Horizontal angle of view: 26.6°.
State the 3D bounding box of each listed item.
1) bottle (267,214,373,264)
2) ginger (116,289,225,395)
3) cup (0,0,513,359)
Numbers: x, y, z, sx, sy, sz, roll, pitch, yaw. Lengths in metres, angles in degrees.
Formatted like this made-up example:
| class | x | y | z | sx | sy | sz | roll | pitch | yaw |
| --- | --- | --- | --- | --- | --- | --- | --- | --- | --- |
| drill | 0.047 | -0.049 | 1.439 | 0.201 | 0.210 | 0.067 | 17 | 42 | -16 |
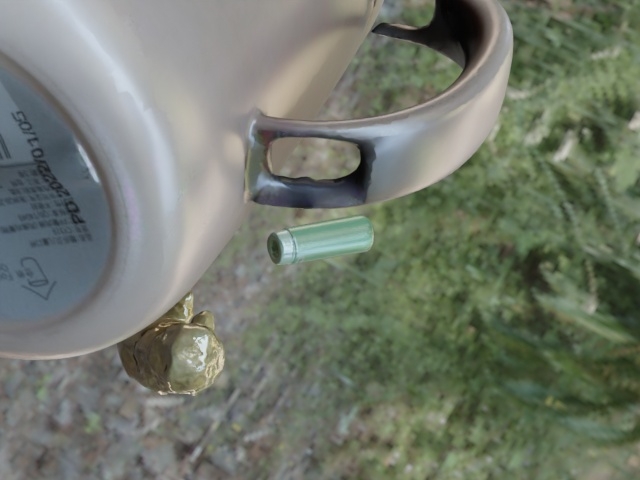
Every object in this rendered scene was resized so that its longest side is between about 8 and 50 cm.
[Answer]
| class | x | y | z | sx | sy | sz | roll | pitch | yaw |
| --- | --- | --- | --- | --- | --- | --- | --- | --- | --- |
| bottle | 0.000 | 0.000 | 1.058 | 0.083 | 0.030 | 0.030 | -10 | 131 | -29 |
| ginger | -0.079 | 0.025 | 0.676 | 0.051 | 0.173 | 0.069 | 16 | 119 | -30 |
| cup | -0.061 | -0.069 | 0.490 | 0.200 | 0.253 | 0.191 | -65 | 166 | -48 |
